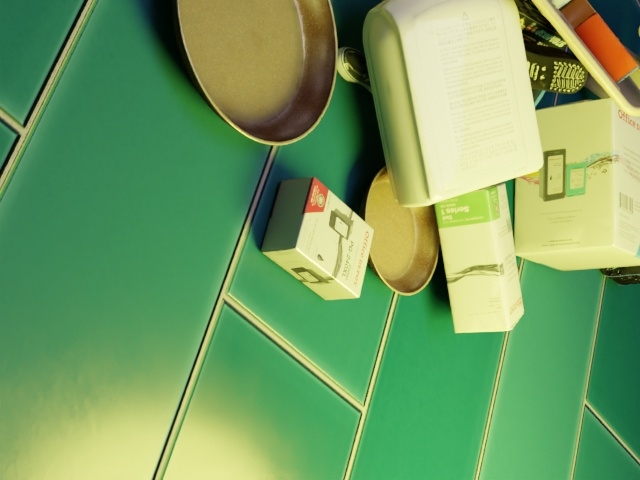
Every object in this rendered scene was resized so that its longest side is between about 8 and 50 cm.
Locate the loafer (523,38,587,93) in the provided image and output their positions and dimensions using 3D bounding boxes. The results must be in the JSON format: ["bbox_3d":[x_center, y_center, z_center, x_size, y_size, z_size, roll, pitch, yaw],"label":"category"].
[{"bbox_3d":[0.335,-0.298,1.824,0.078,0.220,0.080,-76,-179,-62],"label":"loafer"}]

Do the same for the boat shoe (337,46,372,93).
[{"bbox_3d":[0.074,-0.249,1.596,0.142,0.040,0.049,25,66,-49],"label":"boat shoe"}]

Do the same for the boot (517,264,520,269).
[{"bbox_3d":[0.310,-0.003,1.879,0.106,0.037,0.114,10,72,-54],"label":"boot"}]

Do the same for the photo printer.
[{"bbox_3d":[0.193,-0.225,1.588,0.256,0.107,0.307,-18,101,-33],"label":"photo printer"}]

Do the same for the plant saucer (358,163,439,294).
[{"bbox_3d":[0.111,-0.017,1.616,0.198,0.036,0.198,9,78,-52],"label":"plant saucer"}]

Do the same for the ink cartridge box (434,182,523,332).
[{"bbox_3d":[0.254,0.026,1.720,0.160,0.092,0.219,-19,101,-70],"label":"ink cartridge box"}]

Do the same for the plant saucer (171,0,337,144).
[{"bbox_3d":[-0.088,-0.273,1.382,0.310,0.050,0.310,11,76,-51],"label":"plant saucer"}]

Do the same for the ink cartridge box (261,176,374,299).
[{"bbox_3d":[0.000,0.000,1.445,0.150,0.063,0.109,38,56,-43],"label":"ink cartridge box"}]

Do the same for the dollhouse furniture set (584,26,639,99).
[{"bbox_3d":[0.706,-0.407,2.303,0.174,0.303,0.355,37,44,3],"label":"dollhouse furniture set"}]

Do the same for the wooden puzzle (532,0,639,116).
[{"bbox_3d":[0.382,-0.379,1.721,0.348,0.080,0.322,40,21,-21],"label":"wooden puzzle"}]

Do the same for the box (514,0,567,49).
[{"bbox_3d":[0.333,-0.421,1.889,0.220,0.051,0.175,8,50,-52],"label":"box"}]

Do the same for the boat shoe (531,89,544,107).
[{"bbox_3d":[0.337,-0.271,1.889,0.089,0.109,0.258,48,41,-18],"label":"boat shoe"}]

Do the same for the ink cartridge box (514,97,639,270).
[{"bbox_3d":[0.485,-0.096,1.983,0.198,0.197,0.270,17,72,-50],"label":"ink cartridge box"}]

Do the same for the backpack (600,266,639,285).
[{"bbox_3d":[0.681,0.013,2.244,0.117,0.173,0.158,30,61,-47],"label":"backpack"}]
